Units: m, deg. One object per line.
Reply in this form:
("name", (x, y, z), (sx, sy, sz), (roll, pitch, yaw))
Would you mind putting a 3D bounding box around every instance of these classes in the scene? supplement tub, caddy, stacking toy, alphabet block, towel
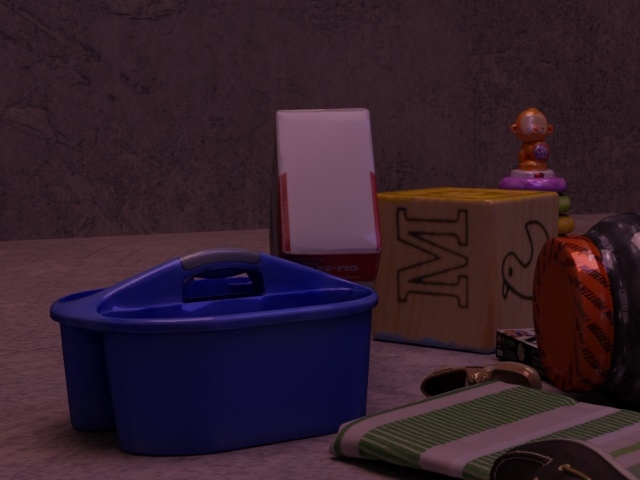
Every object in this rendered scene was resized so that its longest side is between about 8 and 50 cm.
("supplement tub", (0.410, 0.068, 1.524), (0.338, 0.207, 0.207), (-3, 6, -10))
("caddy", (-0.103, 0.096, 1.447), (0.341, 0.179, 0.241), (-4, 8, -34))
("stacking toy", (0.327, -0.052, 2.214), (0.175, 0.302, 0.166), (0, 6, -7))
("alphabet block", (0.193, 0.032, 1.926), (0.193, 0.197, 0.192), (4, 8, 36))
("towel", (0.198, 0.185, 1.274), (0.248, 0.038, 0.325), (-8, 11, -43))

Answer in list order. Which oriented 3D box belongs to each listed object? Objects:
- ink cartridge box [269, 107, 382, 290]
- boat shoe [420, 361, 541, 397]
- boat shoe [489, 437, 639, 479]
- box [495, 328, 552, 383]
("ink cartridge box", (0.000, 0.000, 1.714), (0.114, 0.197, 0.273), (-1, -31, -4))
("boat shoe", (0.166, 0.155, 1.508), (0.135, 0.050, 0.045), (-8, 3, 39))
("boat shoe", (0.180, 0.190, 0.999), (0.069, 0.081, 0.228), (1, 7, -28))
("box", (0.297, 0.137, 1.697), (0.114, 0.036, 0.207), (-2, 6, -16))
